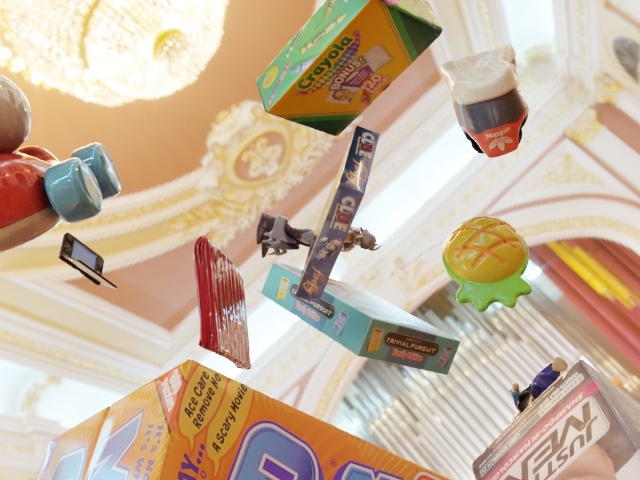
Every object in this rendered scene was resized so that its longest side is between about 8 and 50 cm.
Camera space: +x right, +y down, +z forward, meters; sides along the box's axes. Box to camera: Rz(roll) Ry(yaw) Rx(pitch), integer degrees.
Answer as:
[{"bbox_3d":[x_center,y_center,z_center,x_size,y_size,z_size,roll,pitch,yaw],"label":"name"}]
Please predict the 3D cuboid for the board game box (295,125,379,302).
[{"bbox_3d":[0.026,-0.039,1.358,0.165,0.042,0.243,-73,4,-49],"label":"board game box"}]

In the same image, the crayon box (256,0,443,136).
[{"bbox_3d":[0.043,-0.304,1.409,0.165,0.081,0.278,13,-43,-41],"label":"crayon box"}]

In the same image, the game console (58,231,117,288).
[{"bbox_3d":[-0.495,0.043,1.833,0.071,0.107,0.122,-21,-43,23],"label":"game console"}]

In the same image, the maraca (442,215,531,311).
[{"bbox_3d":[0.245,0.034,1.251,0.127,0.185,0.099,-10,-49,9],"label":"maraca"}]

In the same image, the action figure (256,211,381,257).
[{"bbox_3d":[0.000,0.000,1.969,0.185,0.285,0.099,51,-135,-77],"label":"action figure"}]

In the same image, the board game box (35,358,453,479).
[{"bbox_3d":[-0.115,0.396,0.884,0.357,0.356,0.356,30,-40,-25],"label":"board game box"}]

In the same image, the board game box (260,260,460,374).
[{"bbox_3d":[0.076,0.154,1.721,0.254,0.336,0.079,18,-85,-40],"label":"board game box"}]

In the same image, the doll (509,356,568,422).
[{"bbox_3d":[0.432,0.313,1.653,0.046,0.129,0.189,-32,-21,-48],"label":"doll"}]

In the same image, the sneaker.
[{"bbox_3d":[0.278,-0.229,1.415,0.131,0.148,0.350,-14,18,18],"label":"sneaker"}]

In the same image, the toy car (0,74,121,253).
[{"bbox_3d":[-0.394,-0.114,1.003,0.219,0.238,0.210,-21,15,4],"label":"toy car"}]

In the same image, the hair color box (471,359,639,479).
[{"bbox_3d":[0.252,0.264,0.742,0.174,0.105,0.347,-49,13,14],"label":"hair color box"}]

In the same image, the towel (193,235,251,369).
[{"bbox_3d":[-0.172,0.119,1.507,0.031,0.198,0.275,-8,-17,6],"label":"towel"}]
